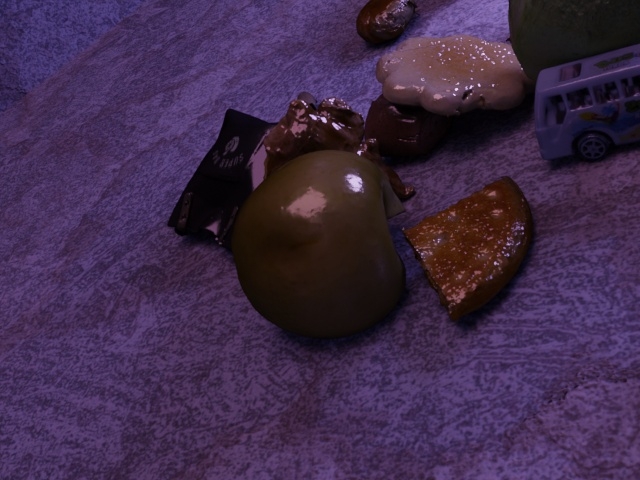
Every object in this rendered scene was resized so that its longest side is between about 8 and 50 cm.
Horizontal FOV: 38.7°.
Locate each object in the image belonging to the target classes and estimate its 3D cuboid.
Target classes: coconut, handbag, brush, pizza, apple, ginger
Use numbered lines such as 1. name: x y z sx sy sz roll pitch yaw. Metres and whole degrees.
1. coconut: 0.448 -0.388 1.481 0.281 0.328 0.328 26 59 15
2. handbag: -0.152 -0.111 1.771 0.342 0.152 0.288 15 68 50
3. brush: 0.006 -0.243 1.898 0.039 0.042 0.299 -44 35 9
4. pizza: 0.213 0.010 1.359 0.197 0.058 0.292 2 46 28
5. apple: -0.008 -0.011 1.420 0.257 0.233 0.295 -14 36 19
6. ginger: 0.030 -0.136 1.592 0.270 0.219 0.123 9 16 -8

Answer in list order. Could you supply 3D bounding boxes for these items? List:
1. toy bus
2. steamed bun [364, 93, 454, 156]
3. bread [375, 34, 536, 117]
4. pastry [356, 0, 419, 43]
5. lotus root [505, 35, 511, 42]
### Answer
1. toy bus: 0.478 -0.219 1.363 0.329 0.136 0.109 -12 36 28
2. steamed bun: 0.168 -0.231 1.671 0.144 0.106 0.175 2 43 38
3. bread: 0.248 -0.306 1.644 0.315 0.054 0.316 -1 33 1
4. pastry: 0.147 -0.510 2.074 0.153 0.081 0.153 -21 39 18
5. lotus root: 0.421 -0.391 1.695 0.150 0.062 0.073 -9 1 24
